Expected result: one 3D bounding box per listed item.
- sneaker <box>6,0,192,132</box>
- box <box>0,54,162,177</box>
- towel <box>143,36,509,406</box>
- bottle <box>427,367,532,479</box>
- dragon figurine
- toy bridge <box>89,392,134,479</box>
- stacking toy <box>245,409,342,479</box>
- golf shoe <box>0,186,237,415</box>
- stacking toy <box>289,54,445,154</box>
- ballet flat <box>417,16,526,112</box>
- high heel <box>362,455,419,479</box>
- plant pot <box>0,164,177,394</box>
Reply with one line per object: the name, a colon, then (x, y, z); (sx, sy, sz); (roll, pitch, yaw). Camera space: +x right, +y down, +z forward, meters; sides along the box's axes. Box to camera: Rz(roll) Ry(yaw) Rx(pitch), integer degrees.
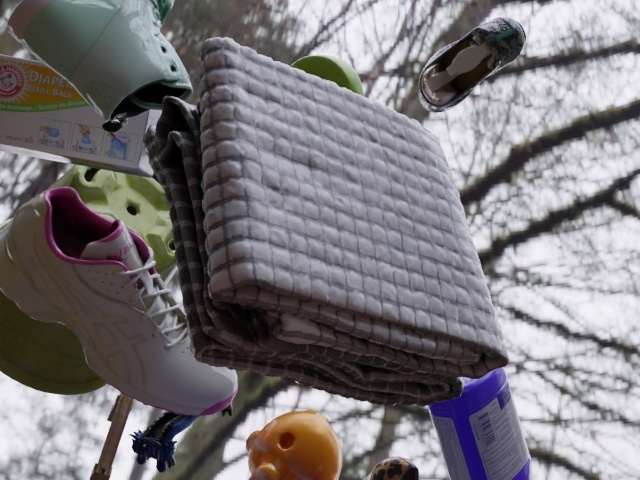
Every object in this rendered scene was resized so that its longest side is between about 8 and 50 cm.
sneaker: (-0.162, -0.197, 1.104); (0.151, 0.256, 0.094); (48, -46, 0)
box: (-0.296, -0.146, 1.365); (0.203, 0.114, 0.103); (10, -93, 1)
towel: (0.000, 0.000, 0.912); (0.283, 0.235, 0.121); (16, -40, -38)
bottle: (0.226, 0.298, 1.541); (0.092, 0.118, 0.283); (-1, -66, 44)
dragon figurine: (-0.185, 0.189, 1.629); (0.085, 0.144, 0.289); (22, -75, 29)
toy bridge: (-0.261, 0.222, 1.513); (0.026, 0.188, 0.063); (19, -35, -10)
stacking toy: (-0.082, 0.219, 0.605); (0.302, 0.175, 0.166); (-56, -37, -8)
golf shoe: (-0.205, 0.065, 1.208); (0.306, 0.115, 0.140); (36, -51, -3)
stacking toy: (-0.030, -0.082, 1.454); (0.309, 0.130, 0.279); (-46, -114, 25)
ballet flat: (0.157, -0.199, 1.334); (0.070, 0.070, 0.188); (31, -36, -16)
high heel: (0.107, 0.462, 1.722); (0.093, 0.261, 0.186); (6, -33, -28)
plant pot: (-0.305, 0.023, 1.524); (0.276, 0.276, 0.254); (34, -53, -18)
